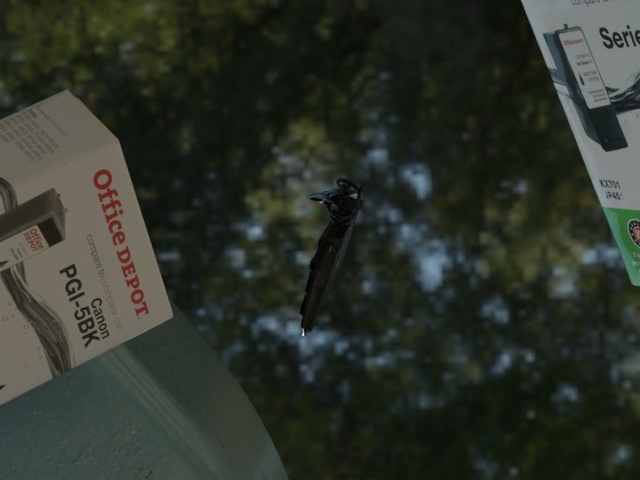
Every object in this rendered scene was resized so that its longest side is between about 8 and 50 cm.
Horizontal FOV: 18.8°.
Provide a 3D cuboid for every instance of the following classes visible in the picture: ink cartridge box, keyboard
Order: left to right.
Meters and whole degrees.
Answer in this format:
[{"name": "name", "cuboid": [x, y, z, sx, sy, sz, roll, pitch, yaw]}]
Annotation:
[{"name": "ink cartridge box", "cuboid": [-0.140, 0.013, 0.810, 0.135, 0.056, 0.099, -27, -53, -18]}, {"name": "keyboard", "cuboid": [0.000, 0.000, 1.352, 0.192, 0.038, 0.100, -63, -8, -80]}, {"name": "ink cartridge box", "cuboid": [0.192, -0.082, 0.973, 0.087, 0.153, 0.208, -28, -77, -20]}]

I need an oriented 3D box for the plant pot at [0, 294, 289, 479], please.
[{"name": "plant pot", "cuboid": [-0.143, 0.179, 1.206, 0.252, 0.247, 0.248, 45, -174, -6]}]
